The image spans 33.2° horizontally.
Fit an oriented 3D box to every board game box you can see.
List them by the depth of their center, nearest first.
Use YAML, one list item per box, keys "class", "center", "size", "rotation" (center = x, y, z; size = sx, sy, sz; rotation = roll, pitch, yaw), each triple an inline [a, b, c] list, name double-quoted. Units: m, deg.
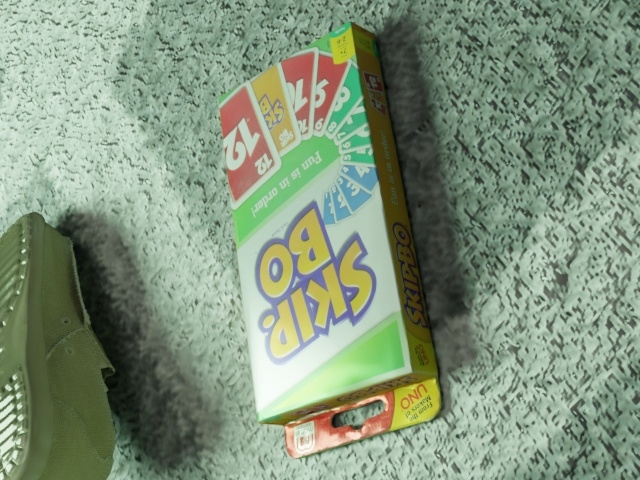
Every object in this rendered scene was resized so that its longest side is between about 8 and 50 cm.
- class: "board game box"
  center: [0.000, 0.000, 0.688]
  size: [0.124, 0.039, 0.259]
  rotation: [-24, 67, 34]

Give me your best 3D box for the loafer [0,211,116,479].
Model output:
- class: "loafer"
  center: [-0.210, 0.088, 0.806]
  size: [0.102, 0.092, 0.268]
  rotation: [-39, 40, 21]
